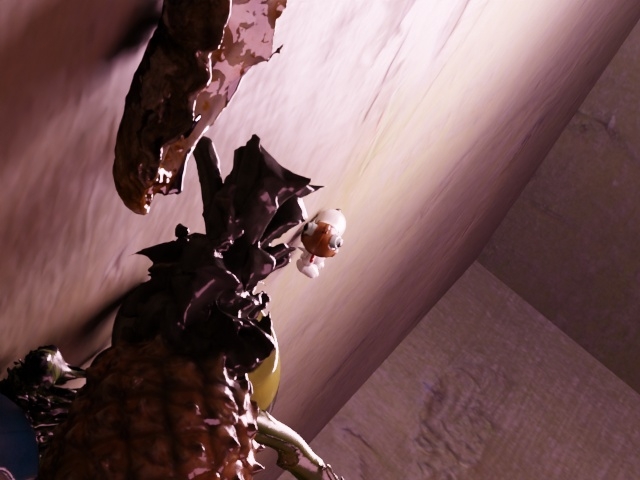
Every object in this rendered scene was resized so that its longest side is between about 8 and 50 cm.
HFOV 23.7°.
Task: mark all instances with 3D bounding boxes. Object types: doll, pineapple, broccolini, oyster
[{"bbox_3d":[-0.201,0.127,0.821,0.114,0.086,0.152,-15,163,-32],"label":"doll"},{"bbox_3d":[-0.072,0.063,0.879,0.128,0.128,0.248,95,13,-75],"label":"pineapple"},{"bbox_3d":[-0.101,0.152,0.992,0.123,0.271,0.062,-48,-143,27],"label":"broccolini"},{"bbox_3d":[-0.063,-0.081,0.736,0.148,0.051,0.103,-66,168,1],"label":"oyster"},{"bbox_3d":[-0.003,0.005,1.455,0.085,0.040,0.058,-58,179,38],"label":"doll"}]

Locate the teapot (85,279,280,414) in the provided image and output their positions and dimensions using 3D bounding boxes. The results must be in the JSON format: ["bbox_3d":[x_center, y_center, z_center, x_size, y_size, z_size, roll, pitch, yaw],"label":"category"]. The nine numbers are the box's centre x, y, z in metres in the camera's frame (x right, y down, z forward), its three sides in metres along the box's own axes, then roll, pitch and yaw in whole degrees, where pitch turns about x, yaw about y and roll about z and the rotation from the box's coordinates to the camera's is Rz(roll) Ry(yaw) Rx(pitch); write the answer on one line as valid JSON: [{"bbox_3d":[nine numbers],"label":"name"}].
[{"bbox_3d":[-0.095,0.078,1.077,0.119,0.130,0.166,-39,-147,41],"label":"teapot"}]
